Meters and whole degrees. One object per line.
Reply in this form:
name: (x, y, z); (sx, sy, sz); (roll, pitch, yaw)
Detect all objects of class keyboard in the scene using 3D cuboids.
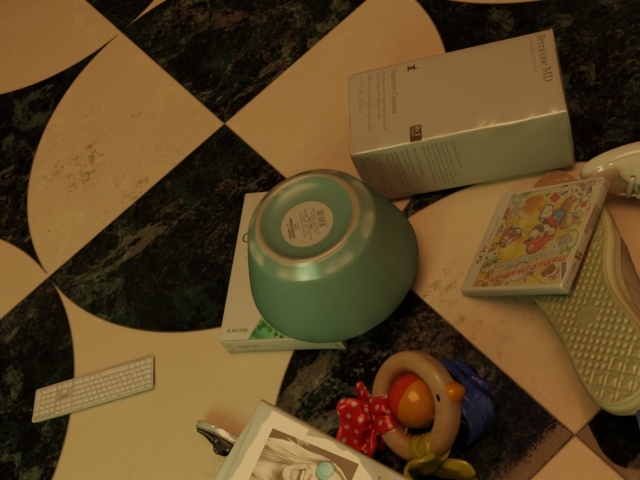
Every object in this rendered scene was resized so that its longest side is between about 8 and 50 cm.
keyboard: (-0.431, 0.281, 1.601); (0.256, 0.014, 0.072); (-17, 55, 11)

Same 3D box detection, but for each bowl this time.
bowl: (0.000, 0.000, 1.442); (0.311, 0.163, 0.312); (-9, 56, 13)

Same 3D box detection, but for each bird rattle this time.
bird rattle: (0.135, 0.263, 1.266); (0.253, 0.143, 0.207); (39, 118, 54)

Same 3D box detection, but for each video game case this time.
video game case: (0.346, -0.003, 1.382); (0.227, 0.026, 0.206); (-8, 50, 57)

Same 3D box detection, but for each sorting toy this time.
sorting toy: (0.408, -0.088, 1.491); (0.083, 0.012, 0.062); (-43, 51, -8)

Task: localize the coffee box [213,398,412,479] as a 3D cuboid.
coffee box: (0.014, 0.465, 1.075); (0.334, 0.338, 0.338); (23, 70, 22)

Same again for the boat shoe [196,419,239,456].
boat shoe: (-0.159, 0.346, 1.429); (0.142, 0.049, 0.040); (19, 69, 28)

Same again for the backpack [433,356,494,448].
backpack: (0.215, 0.248, 1.306); (0.101, 0.098, 0.120); (-27, 49, -20)

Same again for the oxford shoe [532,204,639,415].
oxford shoe: (0.433, 0.092, 1.306); (0.169, 0.130, 0.449); (-43, 33, 28)

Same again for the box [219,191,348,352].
box: (-0.051, 0.048, 1.565); (0.232, 0.058, 0.322); (-5, 59, 19)

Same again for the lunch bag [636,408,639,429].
lunch bag: (0.581, 0.359, 0.946); (0.327, 0.239, 0.386); (-27, 51, 36)

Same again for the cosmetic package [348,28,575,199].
cosmetic package: (0.255, -0.224, 1.548); (0.384, 0.156, 0.217); (-12, 53, 17)

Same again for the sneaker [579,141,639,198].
sneaker: (0.569, -0.088, 1.355); (0.290, 0.106, 0.123); (-2, 61, 12)
